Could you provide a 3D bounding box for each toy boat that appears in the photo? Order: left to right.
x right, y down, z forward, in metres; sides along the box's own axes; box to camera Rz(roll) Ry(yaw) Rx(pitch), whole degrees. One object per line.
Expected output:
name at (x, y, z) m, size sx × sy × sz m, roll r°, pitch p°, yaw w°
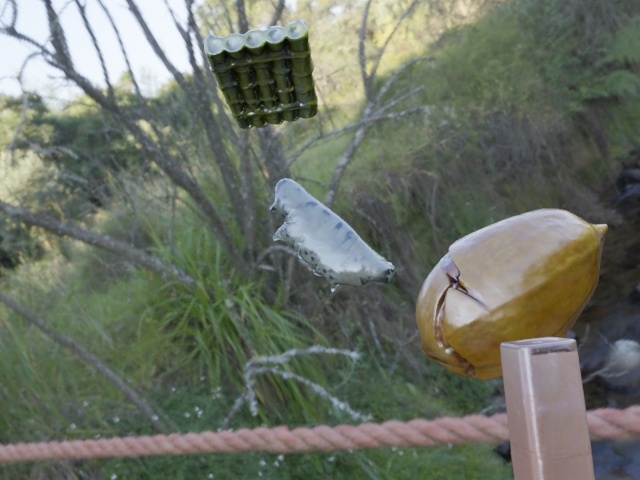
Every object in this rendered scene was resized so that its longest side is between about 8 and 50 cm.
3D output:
toy boat at (-0.035, -0.104, 0.458) m, size 0.063 × 0.016 × 0.115 m, roll -10°, pitch -14°, yaw 1°

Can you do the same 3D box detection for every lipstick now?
lipstick at (0.159, 0.142, 0.491) m, size 0.045 × 0.145 × 0.045 m, roll -5°, pitch -4°, yaw -12°

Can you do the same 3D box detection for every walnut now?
walnut at (0.288, 0.064, 1.030) m, size 0.336 × 0.209 × 0.209 m, roll -33°, pitch 10°, yaw -11°

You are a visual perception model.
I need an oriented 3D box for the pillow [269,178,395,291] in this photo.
pillow at (0.000, 0.001, 1.052) m, size 0.093 × 0.241 × 0.051 m, roll -46°, pitch -22°, yaw -6°
